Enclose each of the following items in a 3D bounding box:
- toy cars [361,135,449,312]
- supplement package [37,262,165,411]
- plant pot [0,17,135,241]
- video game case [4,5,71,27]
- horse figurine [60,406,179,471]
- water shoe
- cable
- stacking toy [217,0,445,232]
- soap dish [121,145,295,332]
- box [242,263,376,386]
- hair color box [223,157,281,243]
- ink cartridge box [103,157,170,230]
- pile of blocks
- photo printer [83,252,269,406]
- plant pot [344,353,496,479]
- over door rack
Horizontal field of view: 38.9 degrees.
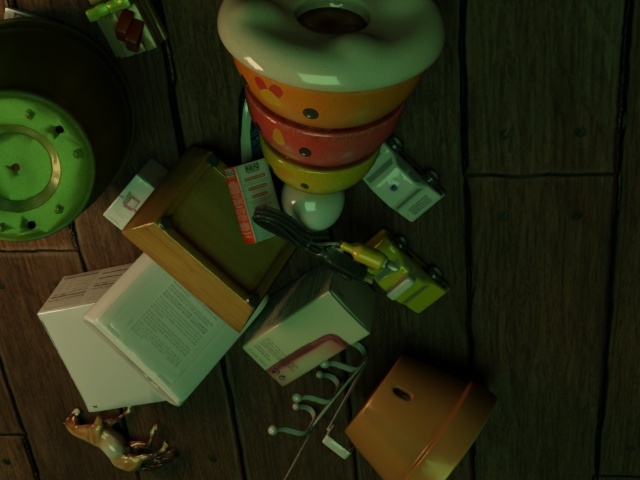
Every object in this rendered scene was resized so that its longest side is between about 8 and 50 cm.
[{"bbox_3d":[0.147,-0.017,1.703,0.176,0.087,0.394,-2,119,10],"label":"toy cars"},{"bbox_3d":[-0.423,0.202,1.894,0.204,0.145,0.262,-11,118,16],"label":"supplement package"},{"bbox_3d":[-0.490,-0.166,1.506,0.366,0.353,0.366,-4,110,-11],"label":"plant pot"},{"bbox_3d":[-0.519,-0.368,1.657,0.122,0.011,0.087,18,121,-1],"label":"video game case"},{"bbox_3d":[-0.458,0.459,2.096,0.263,0.066,0.174,41,112,-11],"label":"horse figurine"},{"bbox_3d":[-0.109,-0.198,1.663,0.080,0.073,0.203,-3,128,-9],"label":"water shoe"},{"bbox_3d":[0.000,0.000,1.638,0.287,0.139,0.072,31,76,-19],"label":"cable"},{"bbox_3d":[0.008,-0.193,1.525,0.350,0.350,0.480,8,134,5],"label":"stacking toy"},{"bbox_3d":[-0.186,-0.009,1.680,0.291,0.229,0.118,43,150,-16],"label":"soap dish"},{"bbox_3d":[-0.020,0.157,1.797,0.232,0.148,0.127,-34,110,25],"label":"box"},{"bbox_3d":[-0.117,-0.071,1.626,0.043,0.072,0.141,-2,105,55],"label":"hair color box"},{"bbox_3d":[-0.351,-0.091,1.744,0.052,0.088,0.122,41,118,-11],"label":"ink cartridge box"},{"bbox_3d":[-0.348,-0.467,1.512,0.149,0.112,0.362,5,120,6],"label":"pile of blocks"},{"bbox_3d":[-0.263,0.123,1.754,0.256,0.307,0.107,47,157,-17],"label":"photo printer"},{"bbox_3d":[0.186,0.367,1.828,0.203,0.291,0.291,37,120,8],"label":"plant pot"},{"bbox_3d":[-0.016,0.361,1.812,0.108,0.324,0.239,29,121,-8],"label":"over door rack"}]
